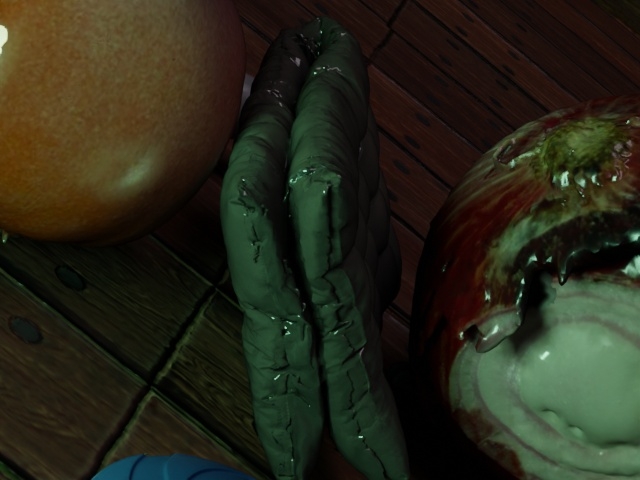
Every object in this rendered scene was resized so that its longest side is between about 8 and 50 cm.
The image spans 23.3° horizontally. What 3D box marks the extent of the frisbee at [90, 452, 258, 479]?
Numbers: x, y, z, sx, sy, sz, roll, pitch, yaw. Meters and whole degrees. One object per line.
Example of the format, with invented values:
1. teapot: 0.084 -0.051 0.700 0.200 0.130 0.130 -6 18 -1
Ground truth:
1. frisbee: -0.031 0.205 0.859 0.242 0.045 0.242 32 24 -16

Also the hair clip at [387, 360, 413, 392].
1. hair clip: 0.148 0.151 1.243 0.229 0.039 0.070 29 25 -15

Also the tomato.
1. tomato: -0.172 -0.119 1.000 0.256 0.224 0.256 35 16 -11

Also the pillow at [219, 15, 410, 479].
1. pillow: 0.000 0.000 1.081 0.326 0.101 0.228 -87 169 -64

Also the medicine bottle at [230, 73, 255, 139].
1. medicine bottle: -0.168 -0.156 1.197 0.352 0.110 0.110 25 28 -32

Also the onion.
1. onion: 0.227 0.039 1.109 0.341 0.341 0.341 33 25 -17
